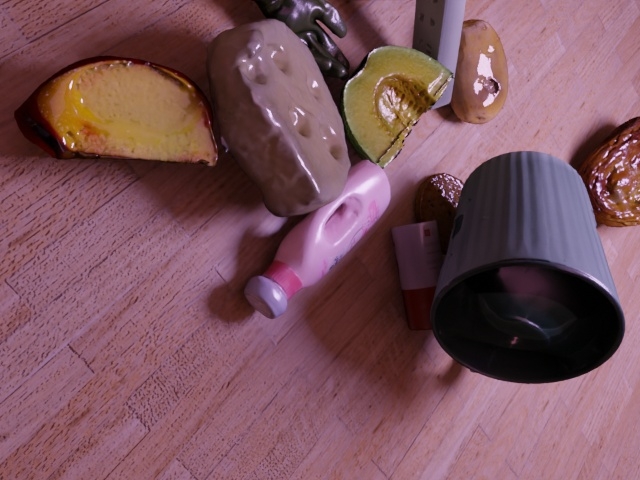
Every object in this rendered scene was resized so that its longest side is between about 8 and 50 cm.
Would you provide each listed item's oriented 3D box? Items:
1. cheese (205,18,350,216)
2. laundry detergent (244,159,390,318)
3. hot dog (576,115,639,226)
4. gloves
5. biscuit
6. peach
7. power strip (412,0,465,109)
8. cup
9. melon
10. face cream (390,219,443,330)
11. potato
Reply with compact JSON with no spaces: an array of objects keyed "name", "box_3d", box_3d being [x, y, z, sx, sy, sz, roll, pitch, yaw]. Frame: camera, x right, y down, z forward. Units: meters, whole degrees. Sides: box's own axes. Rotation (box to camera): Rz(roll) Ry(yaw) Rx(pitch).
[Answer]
[{"name":"cheese","box_3d":[-0.061,-0.199,0.944,0.318,0.115,0.327,28,46,-56]},{"name":"laundry detergent","box_3d":[0.000,0.000,1.028,0.335,0.087,0.159,-46,149,-26]},{"name":"hot dog","box_3d":[0.887,-0.196,1.619,0.387,0.174,0.267,-34,100,-31]},{"name":"gloves","box_3d":[-0.034,-0.402,1.066,0.135,0.107,0.268,-48,127,4]},{"name":"biscuit","box_3d":[0.284,-0.059,1.284,0.187,0.027,0.188,6,80,-34]},{"name":"peach","box_3d":[-0.297,-0.186,0.836,0.267,0.154,0.159,-3,94,-25]},{"name":"power strip","box_3d":[0.234,-0.427,1.148,0.062,0.091,0.386,-26,140,-21]},{"name":"cup","box_3d":[0.366,0.066,1.121,0.310,0.401,0.392,31,43,-10]},{"name":"melon","box_3d":[0.119,-0.275,1.150,0.169,0.129,0.265,40,76,-9]},{"name":"face cream","box_3d":[0.210,0.071,1.176,0.095,0.095,0.214,-10,90,-34]},{"name":"potato","box_3d":[0.355,-0.386,1.310,0.150,0.146,0.234,-8,106,6]}]
